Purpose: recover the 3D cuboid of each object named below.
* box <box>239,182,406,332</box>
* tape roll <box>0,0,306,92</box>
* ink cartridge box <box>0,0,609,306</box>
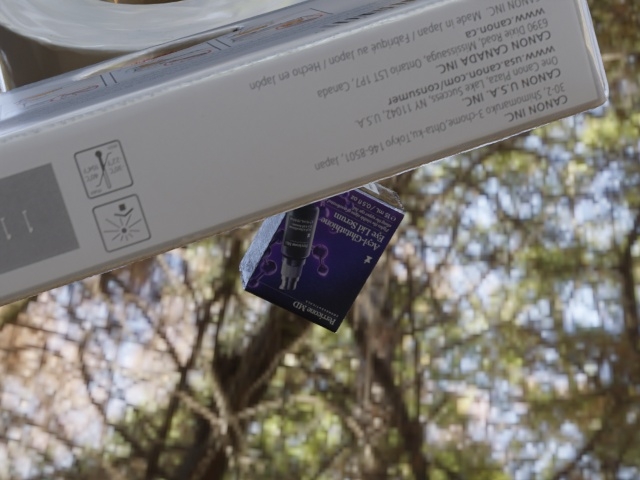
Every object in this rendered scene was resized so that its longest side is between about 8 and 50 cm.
[{"bbox_3d":[0.000,0.000,2.006,0.153,0.108,0.207,25,-76,-14],"label":"box"},{"bbox_3d":[-0.110,-0.171,1.078,0.286,0.286,0.100,-1,-53,7],"label":"tape roll"},{"bbox_3d":[-0.057,-0.053,0.640,0.296,0.261,0.066,-18,-78,-7],"label":"ink cartridge box"}]
